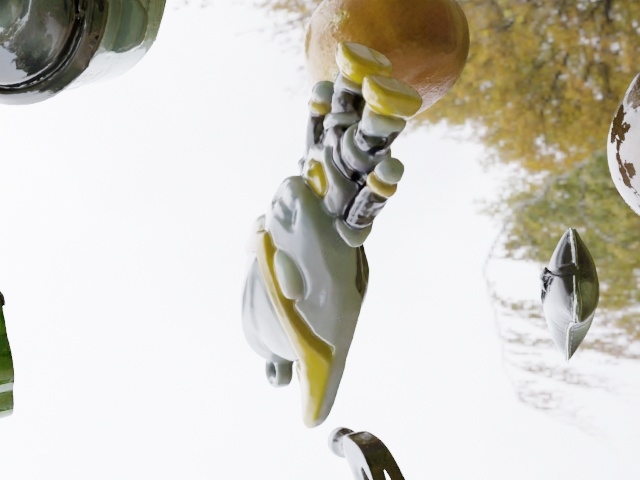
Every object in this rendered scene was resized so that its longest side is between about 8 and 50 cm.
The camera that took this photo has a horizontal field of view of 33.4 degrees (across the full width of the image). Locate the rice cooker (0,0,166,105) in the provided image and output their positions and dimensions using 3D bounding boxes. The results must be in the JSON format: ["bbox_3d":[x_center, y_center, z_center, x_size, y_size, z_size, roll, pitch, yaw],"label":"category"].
[{"bbox_3d":[-0.346,-0.307,1.330,0.316,0.316,0.264,2,-63,-45],"label":"rice cooker"}]

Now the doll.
[{"bbox_3d":[0.001,0.003,0.845,0.103,0.145,0.316,-21,-40,-47],"label":"doll"}]

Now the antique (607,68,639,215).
[{"bbox_3d":[0.226,-0.052,0.520,0.143,0.257,0.121,-42,-74,8],"label":"antique"}]

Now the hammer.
[{"bbox_3d":[0.066,0.336,1.063,0.037,0.137,0.290,-10,-88,-19],"label":"hammer"}]

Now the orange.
[{"bbox_3d":[0.058,-0.177,0.970,0.156,0.156,0.124,-9,-113,-45],"label":"orange"}]

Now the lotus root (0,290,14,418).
[{"bbox_3d":[-0.428,0.120,1.128,0.186,0.186,0.186,5,-97,-45],"label":"lotus root"}]

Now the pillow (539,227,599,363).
[{"bbox_3d":[0.241,0.054,1.026,0.136,0.055,0.091,68,177,-61],"label":"pillow"}]
